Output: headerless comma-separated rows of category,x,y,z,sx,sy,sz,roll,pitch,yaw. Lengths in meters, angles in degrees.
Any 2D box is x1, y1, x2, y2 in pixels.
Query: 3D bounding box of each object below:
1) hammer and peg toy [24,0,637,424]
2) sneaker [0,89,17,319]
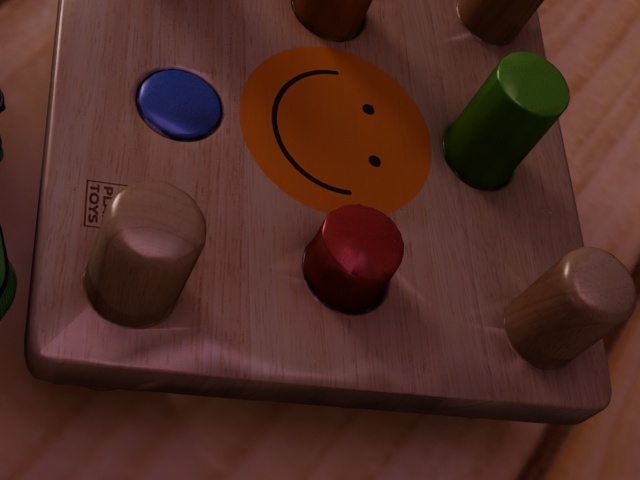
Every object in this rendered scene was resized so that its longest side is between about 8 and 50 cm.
hammer and peg toy,0.000,0.000,0.444,0.265,0.127,0.361,8,59,-18
sneaker,-0.215,-0.088,0.425,0.134,0.146,0.344,-28,56,10
